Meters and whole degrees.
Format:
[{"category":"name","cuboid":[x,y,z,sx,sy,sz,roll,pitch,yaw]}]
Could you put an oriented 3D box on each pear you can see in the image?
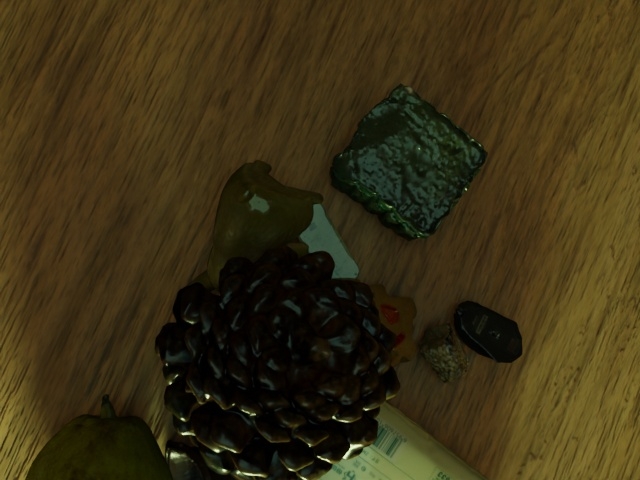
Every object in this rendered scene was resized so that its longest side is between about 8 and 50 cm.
[{"category":"pear","cuboid":[-0.392,0.466,1.316,0.287,0.287,0.375,1,74,-8]}]

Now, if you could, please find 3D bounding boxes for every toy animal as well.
[{"category":"toy animal","cuboid":[-0.139,0.021,1.426,0.181,0.180,0.363,32,127,14]}]

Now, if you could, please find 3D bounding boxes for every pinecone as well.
[{"category":"pinecone","cuboid":[-0.084,0.208,1.236,0.397,0.398,0.398,0,88,-8]}]

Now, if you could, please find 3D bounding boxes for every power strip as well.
[{"category":"power strip","cuboid":[0.000,0.000,1.504,0.080,0.029,0.227,-30,93,-6]}]

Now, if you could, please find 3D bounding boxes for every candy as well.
[{"category":"candy","cuboid":[0.254,0.229,1.498,0.085,0.095,0.110,-28,106,33]}]

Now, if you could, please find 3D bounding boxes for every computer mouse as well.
[{"category":"computer mouse","cuboid":[0.343,0.191,1.530,0.172,0.057,0.099,35,71,-4]}]

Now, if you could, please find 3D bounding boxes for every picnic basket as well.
[{"category":"picnic basket","cuboid":[-0.185,0.471,1.346,0.129,0.297,0.222,-8,89,-27]}]

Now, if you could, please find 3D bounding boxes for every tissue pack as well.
[{"category":"tissue pack","cuboid":[0.119,0.483,1.412,0.380,0.207,0.297,40,81,-5]}]

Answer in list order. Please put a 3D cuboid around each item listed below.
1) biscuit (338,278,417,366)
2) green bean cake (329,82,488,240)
[{"category":"biscuit","cuboid":[0.093,0.157,1.457,0.238,0.041,0.212,38,56,-10]},{"category":"green bean cake","cuboid":[0.171,-0.152,1.485,0.255,0.132,0.241,36,83,-3]}]
